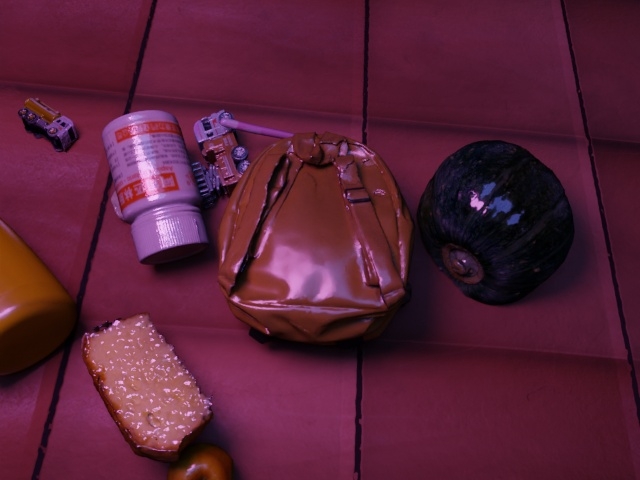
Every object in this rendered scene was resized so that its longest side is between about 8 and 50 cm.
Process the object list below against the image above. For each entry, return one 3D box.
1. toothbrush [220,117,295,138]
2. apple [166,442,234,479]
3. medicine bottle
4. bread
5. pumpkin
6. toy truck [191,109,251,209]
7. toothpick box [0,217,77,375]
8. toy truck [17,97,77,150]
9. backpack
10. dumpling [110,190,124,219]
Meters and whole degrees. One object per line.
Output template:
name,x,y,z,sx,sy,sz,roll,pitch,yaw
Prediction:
toothbrush,-0.059,-0.205,1.123,0.287,0.020,0.025,7,69,-25
apple,-0.179,0.362,0.844,0.099,0.102,0.114,1,66,-6
medicine bottle,-0.290,-0.091,1.009,0.145,0.144,0.252,-17,84,-13
bread,-0.262,0.241,0.876,0.129,0.134,0.260,-27,55,-27
pumpkin,0.338,-0.057,1.045,0.263,0.197,0.293,-33,74,-22
toy truck,-0.200,-0.160,1.107,0.115,0.080,0.177,-19,68,-8
toothpick box,-0.538,0.067,0.915,0.175,0.175,0.271,-38,70,-20
toy truck,-0.541,-0.234,1.123,0.123,0.052,0.063,31,59,11
backpack,0.002,-0.002,0.982,0.354,0.201,0.378,10,66,1
dumpling,-0.363,-0.078,1.075,0.052,0.057,0.076,-46,45,14
